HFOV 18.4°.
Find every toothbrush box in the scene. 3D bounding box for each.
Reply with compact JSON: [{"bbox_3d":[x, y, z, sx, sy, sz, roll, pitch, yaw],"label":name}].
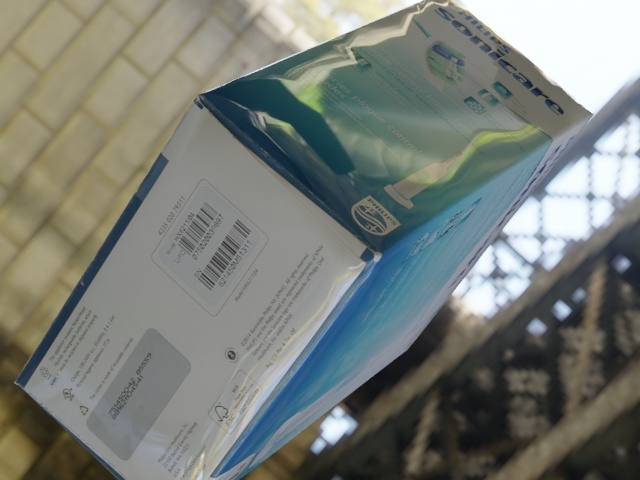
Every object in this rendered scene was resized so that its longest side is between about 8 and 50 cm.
[{"bbox_3d":[0.000,0.000,1.104,0.216,0.126,0.295,-55,167,32],"label":"toothbrush box"}]
